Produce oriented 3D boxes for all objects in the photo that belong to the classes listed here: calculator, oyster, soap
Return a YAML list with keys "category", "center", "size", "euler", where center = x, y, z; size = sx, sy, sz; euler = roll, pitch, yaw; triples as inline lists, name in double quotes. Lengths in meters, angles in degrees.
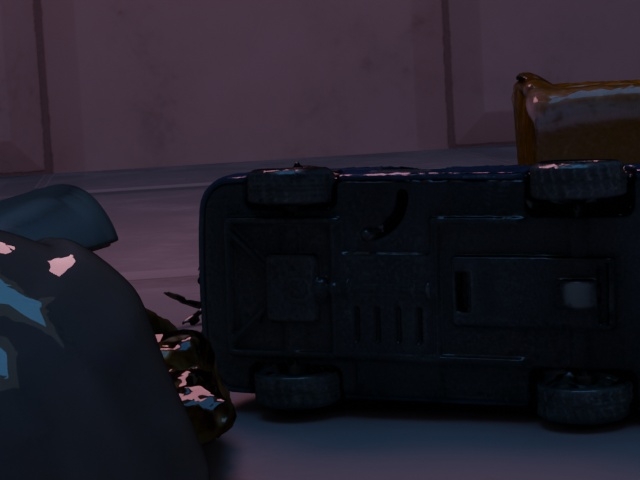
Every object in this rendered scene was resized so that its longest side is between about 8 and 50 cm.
- category: "calculator"
  center: [-0.251, 0.025, 1.006]
  size: [0.256, 0.054, 0.386]
  euler: [-16, 6, 3]
- category: "oyster"
  center: [-0.110, 0.054, 0.834]
  size: [0.129, 0.078, 0.345]
  euler: [3, 1, -22]
- category: "soap"
  center: [0.315, -0.066, 1.309]
  size: [0.335, 0.156, 0.293]
  euler: [-3, 9, 2]

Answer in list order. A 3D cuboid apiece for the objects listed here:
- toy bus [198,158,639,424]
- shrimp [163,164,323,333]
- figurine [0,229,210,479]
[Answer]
- category: "toy bus"
  center: [0.072, 0.018, 0.821]
  size: [0.246, 0.113, 0.134]
  euler: [0, 5, 25]
- category: "shrimp"
  center: [-0.039, 0.005, 1.126]
  size: [0.073, 0.075, 0.190]
  euler: [-24, 23, 40]
- category: "figurine"
  center: [-0.139, 0.067, 0.416]
  size: [0.236, 0.133, 0.176]
  euler: [-1, 15, 42]
